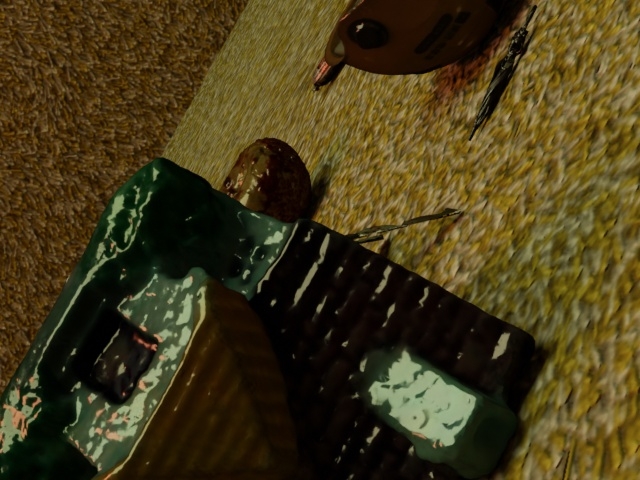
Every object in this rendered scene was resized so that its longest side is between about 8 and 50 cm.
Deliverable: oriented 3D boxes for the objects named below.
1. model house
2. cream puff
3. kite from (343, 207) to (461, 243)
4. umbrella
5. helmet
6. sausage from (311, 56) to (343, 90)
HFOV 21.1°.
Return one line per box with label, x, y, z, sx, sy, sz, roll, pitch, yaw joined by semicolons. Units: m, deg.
model house;-0.029;0.132;1.001;0.249;0.230;0.280;29;92;54
cream puff;-0.061;-0.033;1.786;0.149;0.084;0.149;-57;15;24
kite;0.000;0.002;1.316;0.250;0.012;0.229;-12;-2;32
umbrella;0.141;-0.131;1.326;0.122;0.013;0.022;-64;0;-12
helmet;0.098;-0.227;1.462;0.198;0.130;0.224;-67;2;-47
sausage;0.043;-0.252;2.027;0.198;0.025;0.028;-55;27;27
